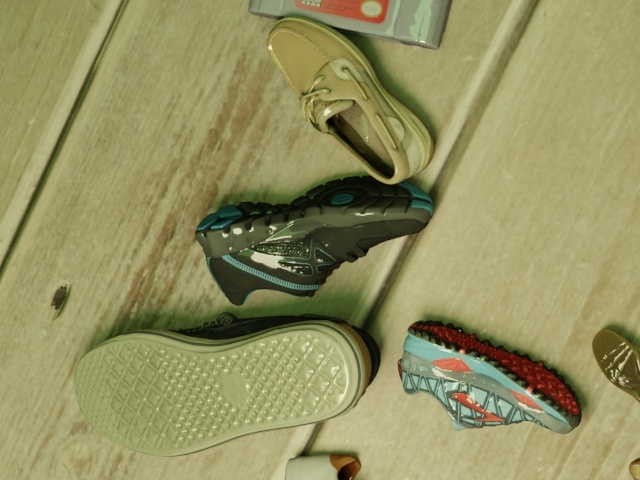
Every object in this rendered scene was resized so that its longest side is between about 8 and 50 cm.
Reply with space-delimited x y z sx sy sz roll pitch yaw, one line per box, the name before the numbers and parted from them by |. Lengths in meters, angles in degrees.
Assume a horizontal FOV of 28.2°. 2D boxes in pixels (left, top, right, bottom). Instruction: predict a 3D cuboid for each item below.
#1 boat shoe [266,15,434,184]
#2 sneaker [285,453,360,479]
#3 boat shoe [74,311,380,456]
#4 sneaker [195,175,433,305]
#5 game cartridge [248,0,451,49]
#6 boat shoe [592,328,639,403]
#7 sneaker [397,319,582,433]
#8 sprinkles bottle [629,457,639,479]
boat shoe | 0.025 -0.198 1.786 0.302 0.098 0.109 46 131 11
sneaker | 0.019 0.415 1.730 0.123 0.106 0.290 -11 52 10
boat shoe | -0.137 0.199 1.820 0.500 0.156 0.187 -11 90 29
sneaker | 0.000 0.000 1.813 0.340 0.125 0.140 -9 113 15
game cartridge | 0.051 -0.395 1.825 0.294 0.060 0.196 14 89 18
boat shoe | 0.424 0.178 1.692 0.153 0.048 0.056 44 114 21
sneaker | 0.228 0.208 1.738 0.262 0.104 0.125 25 113 21
sprinkles bottle | 0.490 0.445 1.617 0.121 0.121 0.355 -14 83 17
